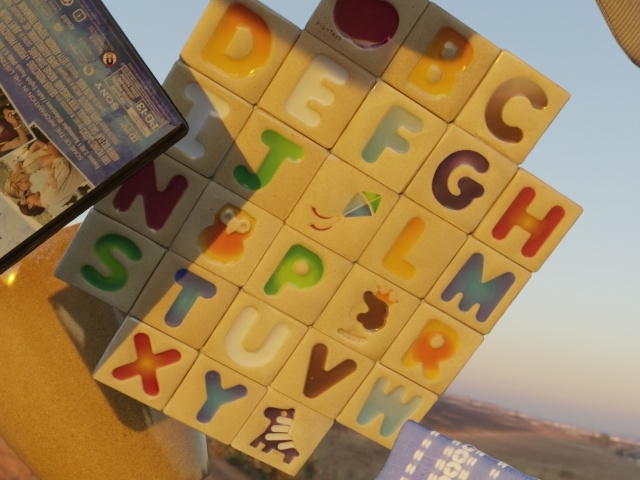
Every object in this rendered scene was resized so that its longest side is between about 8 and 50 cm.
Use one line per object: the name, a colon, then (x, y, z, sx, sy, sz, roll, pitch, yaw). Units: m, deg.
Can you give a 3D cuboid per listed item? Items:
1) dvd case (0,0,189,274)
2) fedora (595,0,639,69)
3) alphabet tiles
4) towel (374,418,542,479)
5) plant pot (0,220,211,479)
dvd case: (-0.213, -0.050, 0.402, 0.180, 0.253, 0.022, 56, -10, -29)
fedora: (0.304, -0.205, 0.661, 0.275, 0.244, 0.124, 30, -38, -17)
alphabet tiles: (0.000, 0.000, 0.571, 0.285, 0.343, 0.011, 30, 15, -13)
towel: (0.095, 0.212, 0.235, 0.336, 0.243, 0.040, 19, -25, 40)
plant pot: (-0.215, 0.140, 0.809, 0.237, 0.254, 0.237, -28, -10, -5)
